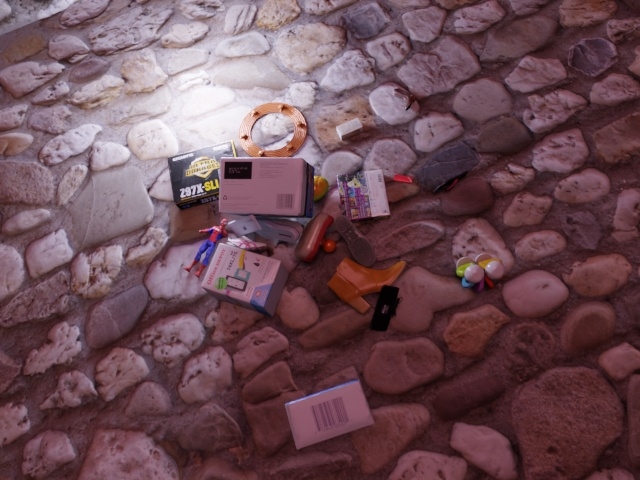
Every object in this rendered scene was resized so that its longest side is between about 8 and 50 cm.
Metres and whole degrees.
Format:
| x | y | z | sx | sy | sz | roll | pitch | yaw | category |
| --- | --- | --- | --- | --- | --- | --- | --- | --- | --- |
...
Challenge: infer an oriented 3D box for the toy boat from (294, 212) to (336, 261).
| x | y | z | sx | sy | sz | roll | pitch | yaw | category |
| --- | --- | --- | --- | --- | --- | --- | --- | --- | --- |
| 0.000 | 0.000 | 1.842 | 0.151 | 0.151 | 0.231 | 29 | 73 | -17 | toy boat |

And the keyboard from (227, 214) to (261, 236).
| x | y | z | sx | sy | sz | roll | pitch | yaw | category |
| --- | --- | --- | --- | --- | --- | --- | --- | --- | --- |
| -0.323 | -0.060 | 1.824 | 0.014 | 0.256 | 0.072 | -45 | 109 | -29 | keyboard |

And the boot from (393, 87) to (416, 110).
| x | y | z | sx | sy | sz | roll | pitch | yaw | category |
| --- | --- | --- | --- | --- | --- | --- | --- | --- | --- |
| 0.393 | -0.687 | 2.095 | 0.114 | 0.037 | 0.106 | 31 | 62 | 11 | boot |

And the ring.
| x | y | z | sx | sy | sz | roll | pitch | yaw | category |
| --- | --- | --- | --- | --- | --- | --- | --- | --- | --- |
| -0.234 | -0.536 | 2.099 | 0.337 | 0.032 | 0.336 | -2 | 70 | 5 | ring |

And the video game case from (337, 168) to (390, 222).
| x | y | z | sx | sy | sz | roll | pitch | yaw | category |
| --- | --- | --- | --- | --- | --- | --- | --- | --- | --- |
| 0.190 | -0.197 | 1.931 | 0.210 | 0.042 | 0.232 | -8 | 70 | 2 | video game case |

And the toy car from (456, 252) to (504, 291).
| x | y | z | sx | sy | sz | roll | pitch | yaw | category |
| --- | --- | --- | --- | --- | --- | --- | --- | --- | --- |
| 0.639 | 0.138 | 1.731 | 0.182 | 0.159 | 0.136 | -11 | 106 | 1 | toy car |

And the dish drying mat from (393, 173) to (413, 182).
| x | y | z | sx | sy | sz | roll | pitch | yaw | category |
| --- | --- | --- | --- | --- | --- | --- | --- | --- | --- |
| 0.375 | -0.281 | 1.963 | 0.083 | 0.008 | 0.032 | 11 | 72 | 9 | dish drying mat |

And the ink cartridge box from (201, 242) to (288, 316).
| x | y | z | sx | sy | sz | roll | pitch | yaw | category |
| --- | --- | --- | --- | --- | --- | --- | --- | --- | --- |
| -0.300 | 0.163 | 1.759 | 0.270 | 0.197 | 0.198 | 15 | 72 | 11 | ink cartridge box |

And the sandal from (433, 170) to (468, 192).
| x | y | z | sx | sy | sz | roll | pitch | yaw | category |
| --- | --- | --- | --- | --- | --- | --- | --- | --- | --- |
| 0.581 | -0.251 | 1.907 | 0.179 | 0.067 | 0.040 | -28 | 81 | -8 | sandal |

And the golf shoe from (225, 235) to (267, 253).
| x | y | z | sx | sy | sz | roll | pitch | yaw | category |
| --- | --- | --- | --- | --- | --- | --- | --- | --- | --- |
| -0.323 | 0.016 | 1.885 | 0.186 | 0.067 | 0.086 | 0 | 68 | 5 | golf shoe |

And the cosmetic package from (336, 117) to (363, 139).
| x | y | z | sx | sy | sz | roll | pitch | yaw | category |
| --- | --- | --- | --- | --- | --- | --- | --- | --- | --- |
| 0.139 | -0.530 | 2.058 | 0.115 | 0.041 | 0.060 | -23 | 70 | -3 | cosmetic package |

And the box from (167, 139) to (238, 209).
| x | y | z | sx | sy | sz | roll | pitch | yaw | category |
| --- | --- | --- | --- | --- | --- | --- | --- | --- | --- |
| -0.533 | -0.307 | 2.018 | 0.322 | 0.079 | 0.257 | -15 | 71 | -1 | box |

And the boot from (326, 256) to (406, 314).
| x | y | z | sx | sy | sz | roll | pitch | yaw | category |
| --- | --- | --- | --- | --- | --- | --- | --- | --- | --- |
| 0.185 | 0.134 | 1.768 | 0.211 | 0.104 | 0.295 | 43 | 87 | 7 | boot |

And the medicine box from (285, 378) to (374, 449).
| x | y | z | sx | sy | sz | roll | pitch | yaw | category |
| --- | --- | --- | --- | --- | --- | --- | --- | --- | --- |
| 0.037 | 0.601 | 1.520 | 0.263 | 0.289 | 0.149 | -18 | 72 | -2 | medicine box |

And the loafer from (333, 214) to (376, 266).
| x | y | z | sx | sy | sz | roll | pitch | yaw | category |
| --- | --- | --- | --- | --- | --- | --- | --- | --- | --- |
| 0.153 | -0.001 | 1.838 | 0.094 | 0.087 | 0.251 | -33 | 87 | 11 | loafer |

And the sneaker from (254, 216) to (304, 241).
| x | y | z | sx | sy | sz | roll | pitch | yaw | category |
| --- | --- | --- | --- | --- | --- | --- | --- | --- | --- |
| -0.186 | -0.055 | 1.885 | 0.258 | 0.094 | 0.091 | 17 | 38 | 28 | sneaker |

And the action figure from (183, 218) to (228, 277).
| x | y | z | sx | sy | sz | roll | pitch | yaw | category |
| --- | --- | --- | --- | --- | --- | --- | --- | --- | --- |
| -0.490 | 0.011 | 1.869 | 0.091 | 0.139 | 0.280 | 26 | 72 | 12 | action figure |

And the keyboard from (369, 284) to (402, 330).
| x | y | z | sx | sy | sz | roll | pitch | yaw | category |
| --- | --- | --- | --- | --- | --- | --- | --- | --- | --- |
| 0.261 | 0.271 | 1.728 | 0.100 | 0.038 | 0.192 | 14 | 101 | -13 | keyboard |

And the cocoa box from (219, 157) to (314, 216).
| x | y | z | sx | sy | sz | roll | pitch | yaw | category |
| --- | --- | --- | --- | --- | --- | --- | --- | --- | --- |
| -0.215 | -0.215 | 1.802 | 0.347 | 0.228 | 0.231 | 2 | 90 | 12 | cocoa box |

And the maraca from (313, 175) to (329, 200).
| x | y | z | sx | sy | sz | roll | pitch | yaw | category |
| --- | --- | --- | --- | --- | --- | --- | --- | --- | --- |
| -0.049 | -0.220 | 1.931 | 0.186 | 0.099 | 0.127 | -29 | 50 | 3 | maraca |
